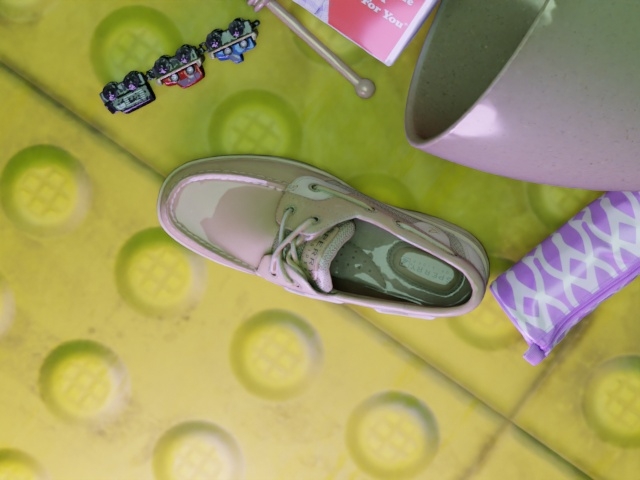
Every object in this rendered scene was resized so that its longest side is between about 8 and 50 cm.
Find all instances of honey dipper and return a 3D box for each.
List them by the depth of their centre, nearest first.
[{"bbox_3d":[-0.013,-0.181,1.731,0.160,0.030,0.030,41,102,-4],"label":"honey dipper"}]

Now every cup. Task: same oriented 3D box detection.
[{"bbox_3d":[0.250,-0.169,1.573,0.237,0.331,0.331,27,102,-11],"label":"cup"}]

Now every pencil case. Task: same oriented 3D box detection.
[{"bbox_3d":[0.245,0.016,1.705,0.206,0.086,0.088,-38,53,13],"label":"pencil case"}]

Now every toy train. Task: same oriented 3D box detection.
[{"bbox_3d":[-0.121,-0.152,1.748,0.158,0.027,0.036,-26,100,10],"label":"toy train"}]

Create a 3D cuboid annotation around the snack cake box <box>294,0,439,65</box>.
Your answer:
[{"bbox_3d":[-0.002,-0.286,1.647,0.264,0.089,0.152,35,134,0],"label":"snack cake box"}]

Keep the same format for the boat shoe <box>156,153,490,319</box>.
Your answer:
[{"bbox_3d":[0.000,0.000,1.725,0.302,0.098,0.109,17,101,3],"label":"boat shoe"}]
